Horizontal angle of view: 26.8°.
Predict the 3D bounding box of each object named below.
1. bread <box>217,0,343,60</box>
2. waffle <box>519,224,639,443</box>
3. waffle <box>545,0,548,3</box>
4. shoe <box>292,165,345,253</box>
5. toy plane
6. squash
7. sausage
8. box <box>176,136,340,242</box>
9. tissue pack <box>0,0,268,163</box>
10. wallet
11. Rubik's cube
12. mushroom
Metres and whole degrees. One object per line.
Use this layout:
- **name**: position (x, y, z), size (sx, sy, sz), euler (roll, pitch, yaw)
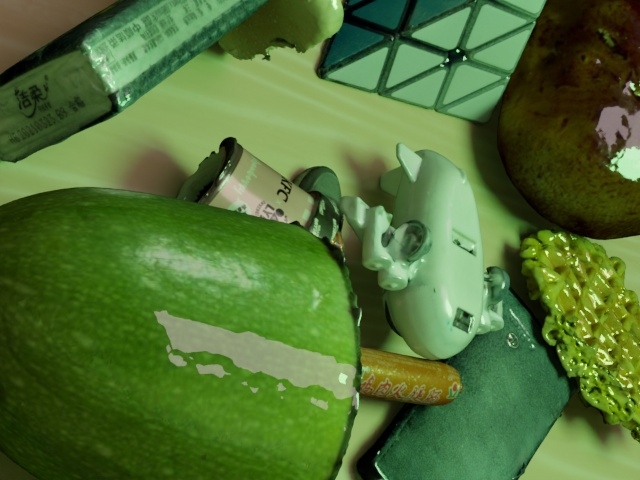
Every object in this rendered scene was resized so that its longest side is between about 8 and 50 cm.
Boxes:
- **bread**: position (-0.078, -0.270, 1.370), size (0.039, 0.251, 0.181), euler (-40, 110, -24)
- **waffle**: position (0.372, 0.121, 1.773), size (0.307, 0.060, 0.311), euler (10, 55, -51)
- **waffle**: position (0.311, -0.396, 1.937), size (0.204, 0.054, 0.223), euler (24, 60, -38)
- **shoe**: position (0.001, -0.001, 1.465), size (0.074, 0.077, 0.194), euler (35, 54, -31)
- **toy plane**: position (0.122, 0.012, 1.525), size (0.267, 0.123, 0.266), euler (30, 48, -39)
- **squash**: position (-0.171, 0.095, 1.107), size (0.309, 0.310, 0.310), euler (17, 64, -35)
- **sausage**: position (0.019, 0.134, 1.425), size (0.348, 0.053, 0.053), euler (14, 66, -33)
- **box**: position (-0.078, -0.017, 1.349), size (0.135, 0.151, 0.151), euler (41, 50, -16)
- **tissue pack**: position (-0.185, -0.182, 1.264), size (0.081, 0.185, 0.257), euler (58, 44, -14)
- **wallet**: position (0.184, 0.218, 1.593), size (0.190, 0.046, 0.379), euler (55, 46, -13)
- **Rubik's cube**: position (0.143, -0.279, 1.667), size (0.233, 0.228, 0.228), euler (19, 11, 1)
- **mushroom**: position (0.385, -0.164, 1.792), size (0.346, 0.259, 0.345), euler (1, 84, -15)
